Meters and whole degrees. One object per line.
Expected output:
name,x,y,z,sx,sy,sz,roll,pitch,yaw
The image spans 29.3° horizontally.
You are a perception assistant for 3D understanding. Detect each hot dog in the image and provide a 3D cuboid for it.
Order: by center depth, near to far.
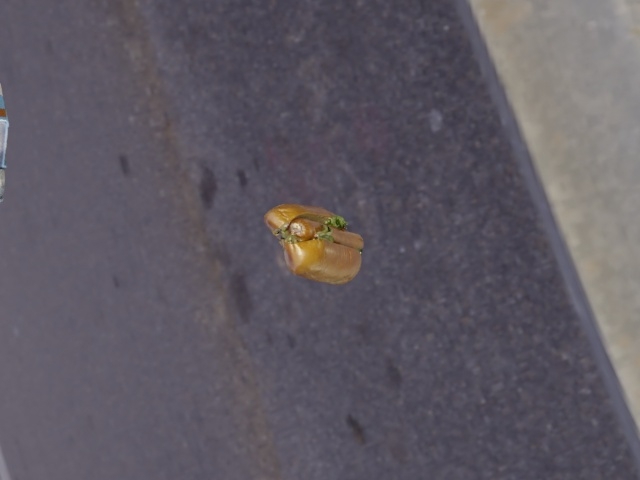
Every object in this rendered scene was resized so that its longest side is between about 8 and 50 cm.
hot dog,0.000,0.000,1.517,0.100,0.068,0.249,62,-168,12

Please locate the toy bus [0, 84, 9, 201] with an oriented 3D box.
toy bus,-0.460,-0.054,1.555,0.131,0.106,0.297,-114,33,-48
